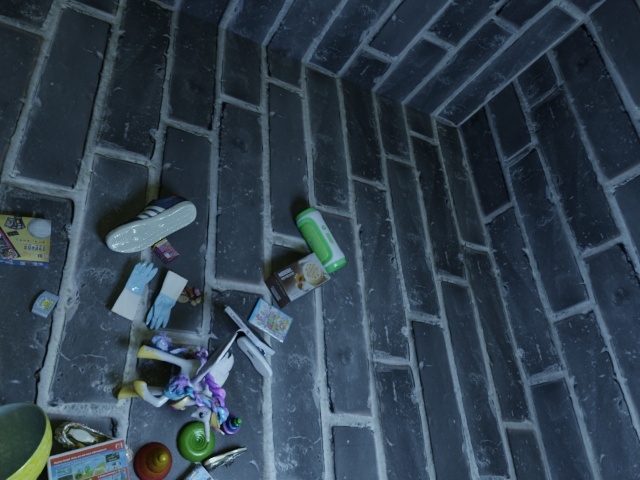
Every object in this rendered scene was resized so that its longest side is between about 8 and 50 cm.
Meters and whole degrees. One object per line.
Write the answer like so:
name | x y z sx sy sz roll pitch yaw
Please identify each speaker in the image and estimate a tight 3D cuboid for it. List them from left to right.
speaker | 0.000 0.000 2.288 0.131 0.131 0.296 -20 76 -41

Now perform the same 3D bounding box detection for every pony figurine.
pony figurine | -0.424 0.444 1.660 0.364 0.302 0.351 21 49 5

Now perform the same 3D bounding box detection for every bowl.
bowl | -0.834 0.590 1.314 0.289 0.290 0.156 -44 135 -43

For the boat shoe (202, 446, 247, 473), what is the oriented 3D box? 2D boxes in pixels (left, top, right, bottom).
boat shoe | -0.316 0.734 1.679 0.152 0.056 0.049 -10 74 -28

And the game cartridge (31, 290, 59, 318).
game cartridge | -0.894 0.206 1.624 0.056 0.017 0.083 27 51 -14

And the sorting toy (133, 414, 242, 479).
sorting toy | -0.405 0.651 1.616 0.366 0.126 0.127 -14 72 -38

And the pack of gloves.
pack of gloves | -0.618 0.201 1.812 0.195 0.046 0.232 34 54 -24

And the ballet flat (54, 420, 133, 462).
ballet flat | -0.671 0.610 1.491 0.241 0.077 0.091 29 50 -18

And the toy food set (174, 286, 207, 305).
toy food set | -0.494 0.209 1.897 0.122 0.019 0.077 18 54 -16

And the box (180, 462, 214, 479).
box | -0.423 0.817 1.563 0.114 0.036 0.207 49 48 1

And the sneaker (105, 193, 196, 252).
sneaker | -0.656 -0.075 1.903 0.350 0.131 0.148 -27 49 -31

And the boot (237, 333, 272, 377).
boot | -0.228 0.426 1.910 0.190 0.069 0.086 51 44 7

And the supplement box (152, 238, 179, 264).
supplement box | -0.591 0.043 1.912 0.083 0.043 0.055 49 47 2

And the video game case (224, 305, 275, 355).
video game case | -0.254 0.331 1.816 0.023 0.201 0.183 -44 66 -9

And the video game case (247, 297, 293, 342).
video game case | -0.201 0.323 2.030 0.166 0.015 0.119 34 49 -12

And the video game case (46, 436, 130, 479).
video game case | -0.631 0.720 1.390 0.204 0.025 0.285 -4 68 -35

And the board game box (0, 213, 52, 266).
board game box | -1.024 -0.003 1.642 0.243 0.042 0.165 7 60 -32

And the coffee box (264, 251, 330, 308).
coffee box | -0.096 0.168 2.138 0.247 0.098 0.141 -25 79 -42
